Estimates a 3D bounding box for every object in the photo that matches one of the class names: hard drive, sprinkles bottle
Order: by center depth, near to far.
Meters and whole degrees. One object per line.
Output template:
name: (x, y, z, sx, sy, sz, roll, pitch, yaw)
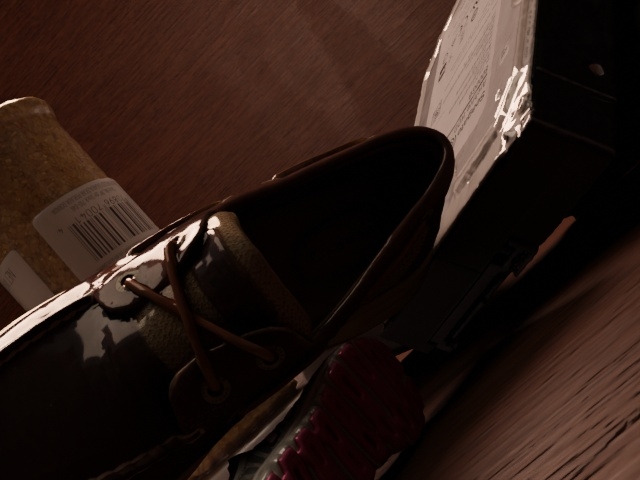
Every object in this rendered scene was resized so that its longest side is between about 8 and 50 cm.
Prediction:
hard drive: (0.130, -0.112, 0.712, 0.237, 0.064, 0.339, 118, 169, -50)
sprinkles bottle: (-0.141, 0.056, 0.735, 0.121, 0.355, 0.121, -42, -4, -4)

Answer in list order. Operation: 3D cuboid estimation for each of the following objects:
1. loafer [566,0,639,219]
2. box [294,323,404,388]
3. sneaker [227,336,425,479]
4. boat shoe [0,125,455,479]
loafer: (0.250, -0.127, 0.673, 0.366, 0.130, 0.134, 119, 164, -51)
box: (0.033, 0.091, 0.843, 0.145, 0.038, 0.186, -19, -11, -15)
sneaker: (-0.005, 0.106, 0.477, 0.075, 0.063, 0.170, -38, 4, 32)
boat shoe: (-0.056, 0.033, 0.492, 0.342, 0.123, 0.123, -28, -20, -32)
